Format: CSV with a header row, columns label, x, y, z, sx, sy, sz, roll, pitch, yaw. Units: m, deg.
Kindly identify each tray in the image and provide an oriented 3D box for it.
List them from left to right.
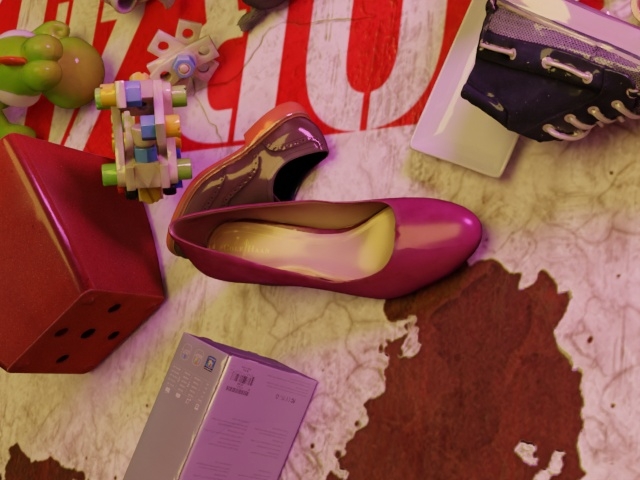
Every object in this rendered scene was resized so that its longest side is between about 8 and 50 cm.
label,x,y,z,sx,sy,sz,roll,pitch,yaw
tray,0.220,-0.213,1.495,0.145,0.030,0.270,24,90,40

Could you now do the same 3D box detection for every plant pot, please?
label,x,y,z,sx,sy,sz,roll,pitch,yaw
plant pot,-0.380,0.042,1.724,0.267,0.267,0.236,-43,66,18

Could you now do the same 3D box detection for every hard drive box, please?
label,x,y,z,sx,sy,sz,roll,pitch,yaw
hard drive box,-0.126,0.249,1.501,0.089,0.181,0.232,21,87,40

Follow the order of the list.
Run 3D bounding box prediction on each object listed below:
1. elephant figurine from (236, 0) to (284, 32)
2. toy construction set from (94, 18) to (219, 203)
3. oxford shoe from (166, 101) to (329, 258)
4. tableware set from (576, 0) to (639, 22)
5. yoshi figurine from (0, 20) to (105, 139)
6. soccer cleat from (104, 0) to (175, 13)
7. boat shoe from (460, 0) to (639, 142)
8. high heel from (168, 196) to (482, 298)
label,x,y,z,sx,sy,sz,roll,pitch,yaw
elephant figurine,-0.111,-0.434,1.680,0.169,0.239,0.186,-14,67,32
toy construction set,-0.234,-0.177,1.693,0.151,0.215,0.328,1,30,7
oxford shoe,-0.101,-0.061,1.644,0.271,0.097,0.098,-47,60,16
tableware set,0.334,-0.282,1.415,0.168,0.020,0.141,-32,71,14
yoshi figurine,-0.474,-0.259,1.973,0.203,0.204,0.362,-40,25,-31
soccer cleat,-0.339,-0.432,1.930,0.331,0.116,0.143,11,81,38
boat shoe,0.314,-0.162,1.350,0.340,0.127,0.158,32,109,30
high heel,0.000,0.000,1.488,0.377,0.181,0.127,-12,68,33
